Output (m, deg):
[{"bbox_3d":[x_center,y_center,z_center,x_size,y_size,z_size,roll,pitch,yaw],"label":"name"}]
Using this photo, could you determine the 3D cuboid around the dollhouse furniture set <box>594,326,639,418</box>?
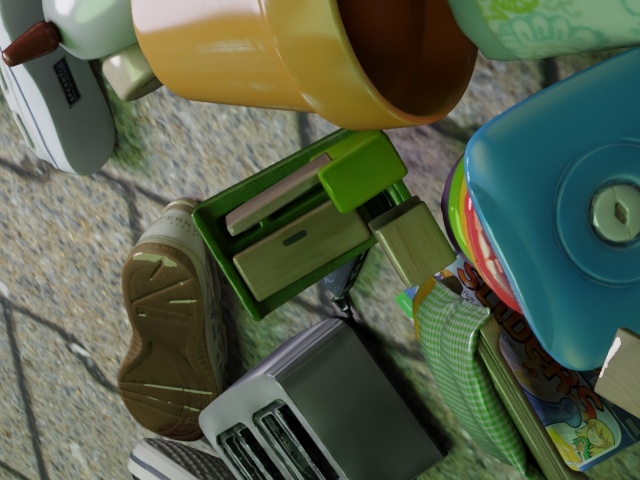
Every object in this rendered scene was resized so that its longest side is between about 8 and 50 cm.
[{"bbox_3d":[0.315,0.017,1.112,0.161,0.212,0.242,30,110,32],"label":"dollhouse furniture set"}]

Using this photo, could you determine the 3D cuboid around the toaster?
[{"bbox_3d":[-0.002,0.164,1.684,0.185,0.110,0.168,55,144,0],"label":"toaster"}]

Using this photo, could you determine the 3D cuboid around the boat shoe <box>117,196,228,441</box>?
[{"bbox_3d":[-0.131,0.084,1.803,0.105,0.089,0.285,16,138,7],"label":"boat shoe"}]

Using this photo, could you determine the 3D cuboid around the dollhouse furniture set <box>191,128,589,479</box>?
[{"bbox_3d":[0.047,0.078,1.389,0.301,0.151,0.197,59,180,-9],"label":"dollhouse furniture set"}]

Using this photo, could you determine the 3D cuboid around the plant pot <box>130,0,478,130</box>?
[{"bbox_3d":[-0.020,-0.170,1.303,0.188,0.205,0.205,-6,115,33],"label":"plant pot"}]

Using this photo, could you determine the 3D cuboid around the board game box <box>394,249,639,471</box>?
[{"bbox_3d":[0.160,0.092,1.500,0.201,0.035,0.136,52,145,4],"label":"board game box"}]

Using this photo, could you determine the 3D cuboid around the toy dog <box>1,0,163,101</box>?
[{"bbox_3d":[-0.155,-0.222,1.491,0.220,0.161,0.333,42,143,17],"label":"toy dog"}]

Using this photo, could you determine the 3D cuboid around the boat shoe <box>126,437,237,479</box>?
[{"bbox_3d":[-0.017,0.368,1.773,0.500,0.187,0.156,40,99,22],"label":"boat shoe"}]

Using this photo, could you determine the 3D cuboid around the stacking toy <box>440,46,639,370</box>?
[{"bbox_3d":[0.146,-0.027,1.312,0.175,0.166,0.302,64,168,-10],"label":"stacking toy"}]

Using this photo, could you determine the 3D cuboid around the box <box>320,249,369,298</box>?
[{"bbox_3d":[0.000,0.000,1.622,0.083,0.018,0.067,43,143,15],"label":"box"}]

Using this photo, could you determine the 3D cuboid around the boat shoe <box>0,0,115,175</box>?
[{"bbox_3d":[-0.266,-0.173,1.718,0.084,0.095,0.258,13,127,37],"label":"boat shoe"}]

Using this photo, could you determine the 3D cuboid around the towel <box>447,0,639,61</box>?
[{"bbox_3d":[0.163,-0.291,1.132,0.321,0.090,0.374,0,119,50],"label":"towel"}]
